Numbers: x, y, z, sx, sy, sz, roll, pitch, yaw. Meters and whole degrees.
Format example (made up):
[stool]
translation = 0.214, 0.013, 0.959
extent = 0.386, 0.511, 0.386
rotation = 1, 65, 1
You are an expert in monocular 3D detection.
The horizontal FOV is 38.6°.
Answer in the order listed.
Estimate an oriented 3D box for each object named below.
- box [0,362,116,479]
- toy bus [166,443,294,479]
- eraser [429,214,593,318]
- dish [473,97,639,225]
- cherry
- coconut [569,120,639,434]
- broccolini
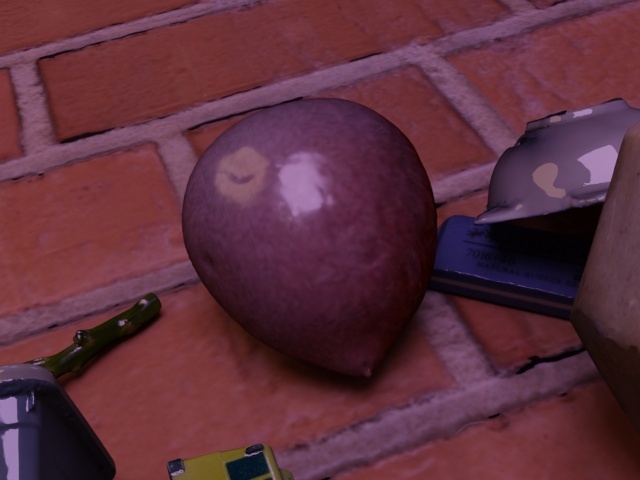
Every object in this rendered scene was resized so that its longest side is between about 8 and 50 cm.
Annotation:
[box]
translation = -0.241, 0.182, 0.644
extent = 0.162, 0.227, 0.130
rotation = -11, 59, -5
[toy bus]
translation = -0.049, 0.236, 0.651
extent = 0.101, 0.088, 0.175
rotation = -16, 46, -11
[eraser]
translation = 0.204, 0.028, 0.874
extent = 0.225, 0.036, 0.082
rotation = 12, 47, 20
[dish]
translation = 0.235, -0.079, 0.856
extent = 0.227, 0.086, 0.236
rotation = -14, 3, -8
[cherry]
translation = -0.002, -0.011, 0.821
extent = 0.239, 0.206, 0.239
rotation = 3, 33, -2
[coconut]
translation = 0.352, 0.047, 0.631
extent = 0.352, 0.353, 0.353
rotation = -4, 43, 4
[broccolini]
translation = -0.244, 0.112, 0.851
extent = 0.216, 0.058, 0.067
rotation = -35, 87, -36
